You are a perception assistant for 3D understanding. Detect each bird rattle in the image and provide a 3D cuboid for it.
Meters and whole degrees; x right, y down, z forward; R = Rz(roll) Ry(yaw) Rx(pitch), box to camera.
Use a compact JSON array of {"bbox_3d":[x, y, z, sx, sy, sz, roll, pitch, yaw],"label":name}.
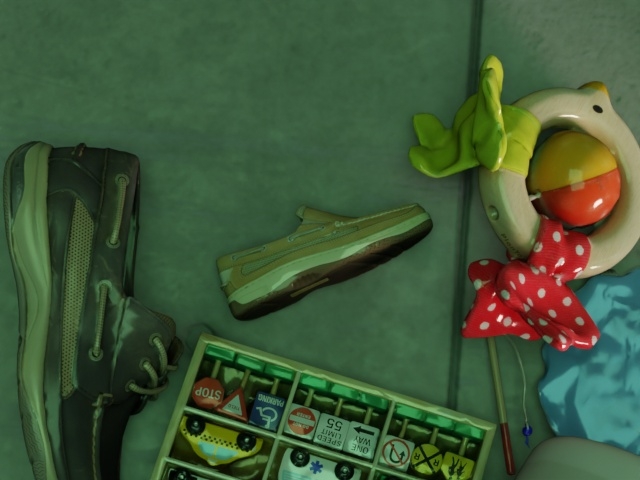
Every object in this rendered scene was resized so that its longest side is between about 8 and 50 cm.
[{"bbox_3d":[0.196,-0.036,1.449,0.207,0.143,0.254,-21,81,-27],"label":"bird rattle"}]

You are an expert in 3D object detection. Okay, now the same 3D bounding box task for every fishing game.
[{"bbox_3d":[0.276,0.114,1.484,0.264,0.041,0.189,-10,77,4],"label":"fishing game"}]

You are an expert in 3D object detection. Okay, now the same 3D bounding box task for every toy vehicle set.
[{"bbox_3d":[-0.001,0.196,1.458,0.266,0.035,0.166,17,74,1],"label":"toy vehicle set"}]

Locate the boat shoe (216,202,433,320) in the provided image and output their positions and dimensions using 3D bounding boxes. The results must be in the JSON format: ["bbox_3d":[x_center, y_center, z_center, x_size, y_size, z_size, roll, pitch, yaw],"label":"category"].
[{"bbox_3d":[0.000,0.000,1.480,0.190,0.068,0.072,-22,74,-2],"label":"boat shoe"}]

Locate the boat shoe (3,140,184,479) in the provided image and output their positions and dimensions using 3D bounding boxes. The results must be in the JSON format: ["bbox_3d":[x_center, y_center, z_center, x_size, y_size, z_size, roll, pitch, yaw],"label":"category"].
[{"bbox_3d":[-0.182,0.087,1.436,0.130,0.132,0.356,-7,86,-1],"label":"boat shoe"}]

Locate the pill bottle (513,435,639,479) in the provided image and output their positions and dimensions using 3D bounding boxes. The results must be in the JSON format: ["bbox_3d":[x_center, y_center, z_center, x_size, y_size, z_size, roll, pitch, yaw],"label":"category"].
[{"bbox_3d":[0.171,0.375,1.321,0.229,0.229,0.408,32,74,2],"label":"pill bottle"}]
